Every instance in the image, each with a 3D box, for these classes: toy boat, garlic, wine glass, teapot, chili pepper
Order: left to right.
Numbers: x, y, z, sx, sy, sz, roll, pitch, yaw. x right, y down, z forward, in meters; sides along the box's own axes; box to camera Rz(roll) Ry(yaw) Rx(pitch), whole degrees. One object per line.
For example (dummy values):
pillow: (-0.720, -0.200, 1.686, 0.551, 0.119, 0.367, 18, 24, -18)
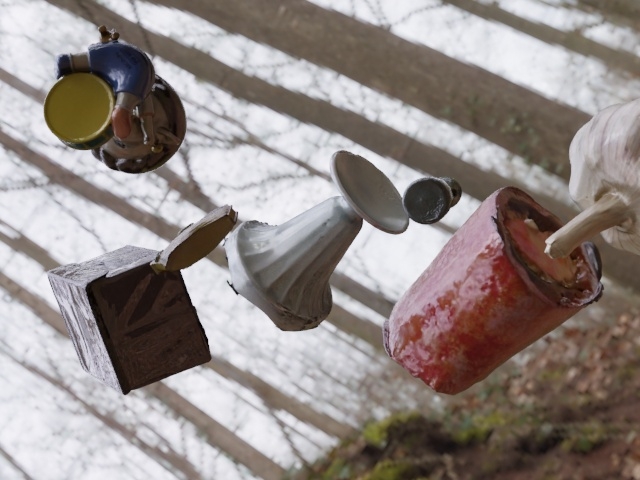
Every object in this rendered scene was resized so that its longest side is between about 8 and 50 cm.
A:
toy boat: (-0.179, 0.001, 1.931, 0.149, 0.049, 0.047, -37, -67, 6)
wine glass: (0.000, 0.000, 1.648, 0.196, 0.165, 0.165, -40, -18, 29)
teapot: (0.105, -0.041, 1.231, 0.043, 0.043, 0.111, -66, -10, 12)
chili pepper: (0.251, 0.099, 2.006, 0.305, 0.229, 0.251, -53, 21, 26)
garlic: (0.335, -0.052, 1.544, 0.226, 0.199, 0.199, -30, -39, -26)

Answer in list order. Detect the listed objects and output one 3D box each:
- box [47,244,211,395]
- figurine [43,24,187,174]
box: (-0.296, 0.114, 2.067, 0.153, 0.252, 0.188, -22, -81, -22)
figurine: (-0.268, -0.167, 1.826, 0.158, 0.161, 0.275, -42, -19, -2)
